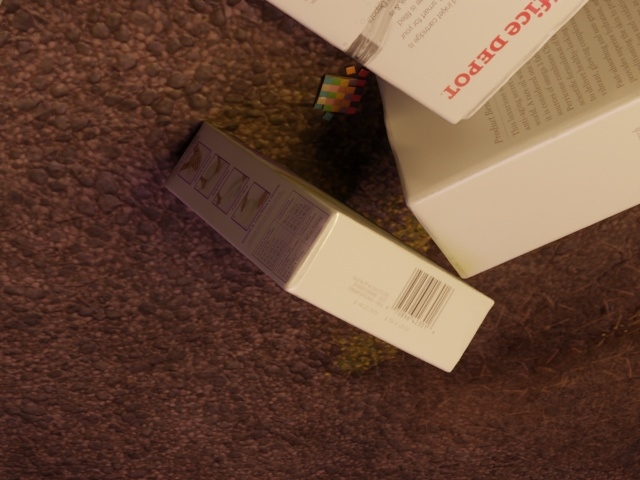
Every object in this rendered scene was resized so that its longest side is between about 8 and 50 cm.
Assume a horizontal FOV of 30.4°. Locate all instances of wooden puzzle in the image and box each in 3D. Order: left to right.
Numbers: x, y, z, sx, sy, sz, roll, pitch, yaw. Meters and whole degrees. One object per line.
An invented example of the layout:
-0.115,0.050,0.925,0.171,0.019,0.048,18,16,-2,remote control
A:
0.022,-0.168,1.348,0.049,0.006,0.083,4,136,-16,wooden puzzle

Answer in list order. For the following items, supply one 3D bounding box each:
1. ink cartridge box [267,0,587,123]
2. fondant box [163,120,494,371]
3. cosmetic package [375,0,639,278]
0.080,-0.286,1.095,0.307,0.129,0.223,31,124,-22,ink cartridge box
0.000,0.000,1.291,0.238,0.330,0.096,29,93,-35,fondant box
0.301,-0.167,1.238,0.453,0.230,0.161,-24,137,16,cosmetic package
